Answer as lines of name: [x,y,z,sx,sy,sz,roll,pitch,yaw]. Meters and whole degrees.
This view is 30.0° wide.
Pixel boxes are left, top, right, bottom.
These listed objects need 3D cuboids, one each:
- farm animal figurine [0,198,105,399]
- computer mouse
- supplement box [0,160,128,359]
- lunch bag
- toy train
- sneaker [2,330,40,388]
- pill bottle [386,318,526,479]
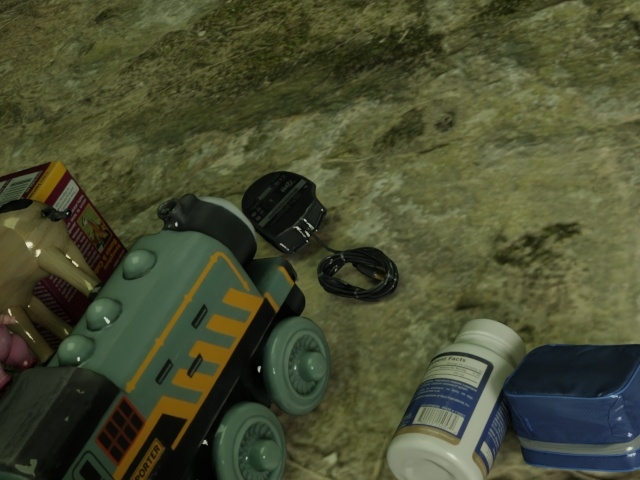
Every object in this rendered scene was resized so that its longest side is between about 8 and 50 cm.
farm animal figurine: [-0.336,0.116,0.953,0.330,0.172,0.327,-46,-4,-26]
computer mouse: [0.000,0.000,1.090,0.071,0.041,0.242,-44,39,-5]
supplement box: [-0.233,0.035,1.083,0.081,0.188,0.104,-11,36,31]
lunch bag: [0.172,0.108,0.752,0.098,0.065,0.067,-3,25,40]
toy train: [-0.115,0.117,0.862,0.142,0.190,0.334,-4,40,36]
sneaker: [-0.386,0.103,1.150,0.115,0.232,0.090,-133,60,-75]
pill bottle: [0.096,0.112,0.806,0.067,0.067,0.120,-3,40,38]
